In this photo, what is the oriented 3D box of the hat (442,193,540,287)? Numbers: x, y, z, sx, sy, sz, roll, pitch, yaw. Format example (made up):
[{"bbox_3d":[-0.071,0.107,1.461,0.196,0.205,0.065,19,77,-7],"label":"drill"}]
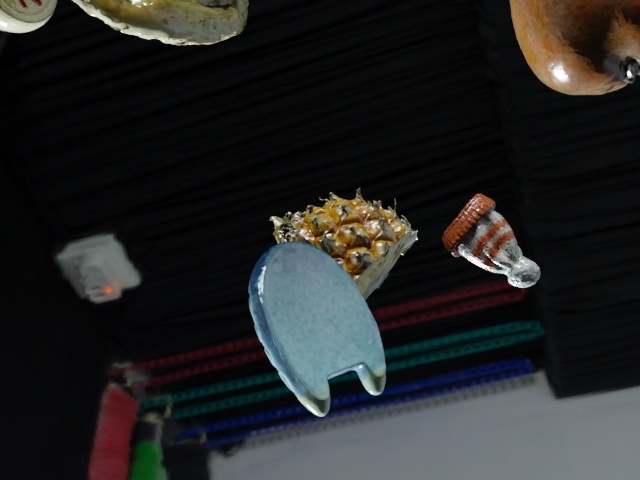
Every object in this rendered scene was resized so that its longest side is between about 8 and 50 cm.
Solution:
[{"bbox_3d":[0.290,0.013,1.543,0.162,0.112,0.094,44,-168,25],"label":"hat"}]

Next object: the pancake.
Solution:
[{"bbox_3d":[-0.281,-0.481,1.584,0.387,0.082,0.386,17,-124,-27],"label":"pancake"}]

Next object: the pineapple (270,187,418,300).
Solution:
[{"bbox_3d":[-0.003,-0.002,1.911,0.286,0.344,0.209,36,160,18],"label":"pineapple"}]

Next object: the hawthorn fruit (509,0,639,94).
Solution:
[{"bbox_3d":[0.304,-0.292,1.077,0.251,0.199,0.199,60,-171,3],"label":"hawthorn fruit"}]

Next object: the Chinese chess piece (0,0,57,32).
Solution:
[{"bbox_3d":[-0.420,-0.346,1.291,0.122,0.051,0.122,16,-111,-48],"label":"Chinese chess piece"}]

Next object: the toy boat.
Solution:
[{"bbox_3d":[-0.019,0.158,1.706,0.330,0.215,0.123,60,150,18],"label":"toy boat"}]
